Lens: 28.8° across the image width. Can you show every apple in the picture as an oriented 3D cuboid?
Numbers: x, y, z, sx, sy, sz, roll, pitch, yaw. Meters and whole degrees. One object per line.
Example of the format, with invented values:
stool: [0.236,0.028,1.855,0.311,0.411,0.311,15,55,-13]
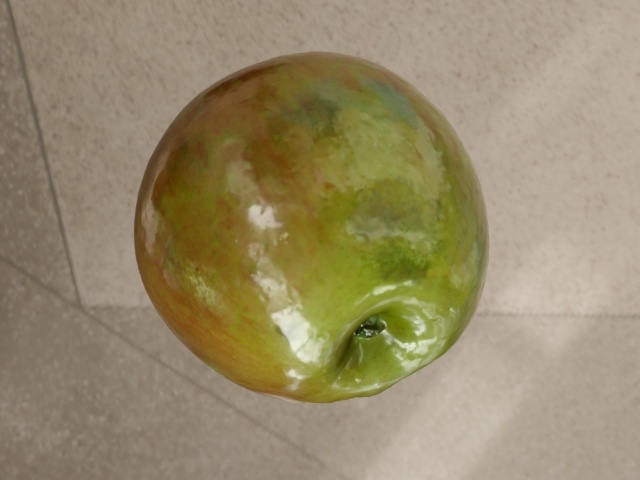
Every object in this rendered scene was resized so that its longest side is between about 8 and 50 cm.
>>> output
apple: [0.000,0.000,0.864,0.246,0.226,0.246,-25,139,-23]
